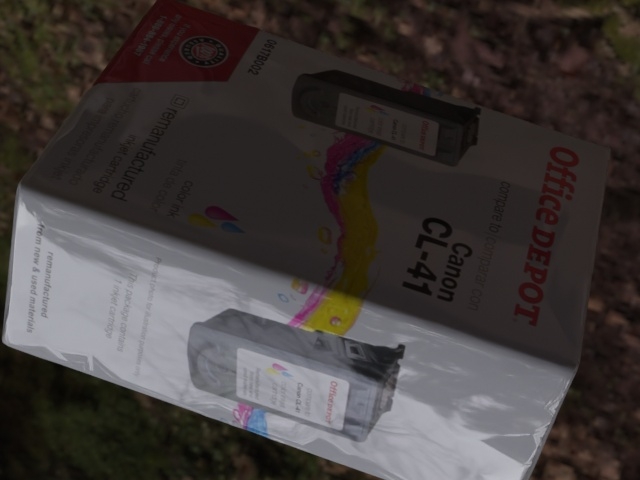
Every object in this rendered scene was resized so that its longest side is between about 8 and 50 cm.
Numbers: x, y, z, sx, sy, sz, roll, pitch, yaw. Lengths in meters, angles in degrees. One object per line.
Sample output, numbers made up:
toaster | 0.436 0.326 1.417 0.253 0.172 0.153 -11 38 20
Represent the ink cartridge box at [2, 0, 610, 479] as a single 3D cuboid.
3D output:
ink cartridge box | 0.000 0.000 0.818 0.306 0.131 0.226 17 -141 4
